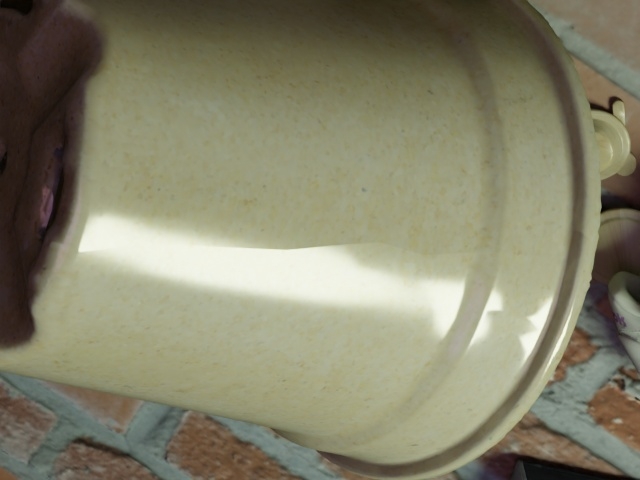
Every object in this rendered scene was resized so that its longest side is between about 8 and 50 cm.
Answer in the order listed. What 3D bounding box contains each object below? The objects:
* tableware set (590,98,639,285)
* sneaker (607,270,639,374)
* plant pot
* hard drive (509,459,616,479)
[{"bbox_3d":[0.166,-0.023,1.037,0.169,0.020,0.141,-9,115,18],"label":"tableware set"},{"bbox_3d":[0.336,0.025,0.959,0.305,0.114,0.152,-27,108,25],"label":"sneaker"},{"bbox_3d":[-0.065,-0.027,0.843,0.305,0.334,0.334,7,130,-38],"label":"plant pot"},{"bbox_3d":[0.215,0.308,1.173,0.172,0.054,0.254,11,119,10],"label":"hard drive"}]
